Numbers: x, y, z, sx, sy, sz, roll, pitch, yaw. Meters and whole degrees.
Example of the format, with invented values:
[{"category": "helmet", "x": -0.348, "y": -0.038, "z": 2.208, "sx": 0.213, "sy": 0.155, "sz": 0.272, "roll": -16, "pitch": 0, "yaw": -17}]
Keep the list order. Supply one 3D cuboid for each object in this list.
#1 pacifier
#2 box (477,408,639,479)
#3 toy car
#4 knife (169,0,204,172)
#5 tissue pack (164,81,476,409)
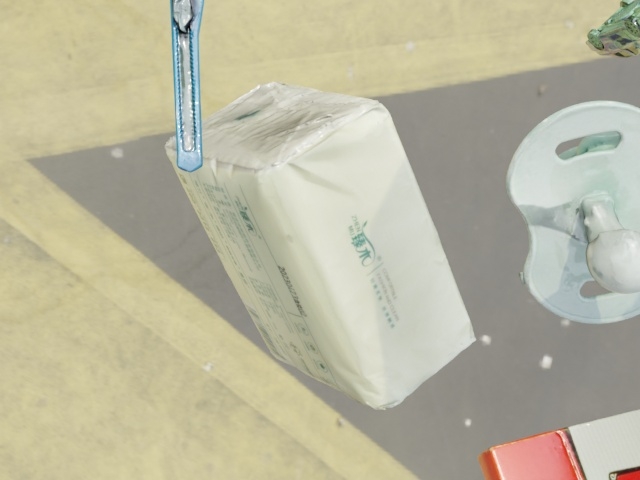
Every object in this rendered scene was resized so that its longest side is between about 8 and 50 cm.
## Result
[{"category": "pacifier", "x": 0.412, "y": -0.015, "z": 1.444, "sx": 0.288, "sy": 0.269, "sz": 0.343, "roll": -15, "pitch": 115, "yaw": 7}, {"category": "box", "x": 0.258, "y": 0.206, "z": 0.837, "sx": 0.245, "sy": 0.035, "sz": 0.139, "roll": -8, "pitch": 66, "yaw": -20}, {"category": "toy car", "x": 0.495, "y": -0.335, "z": 1.632, "sx": 0.090, "sy": 0.224, "sz": 0.076, "roll": -43, "pitch": 98, "yaw": -5}, {"category": "knife", "x": -0.157, "y": -0.224, "z": 1.248, "sx": 0.044, "sy": 0.026, "sz": 0.297, "roll": -2, "pitch": 76, "yaw": -11}, {"category": "tissue pack", "x": 0.000, "y": 0.000, "z": 1.371, "sx": 0.207, "sy": 0.297, "sz": 0.380, "roll": -36, "pitch": 120, "yaw": -22}]
